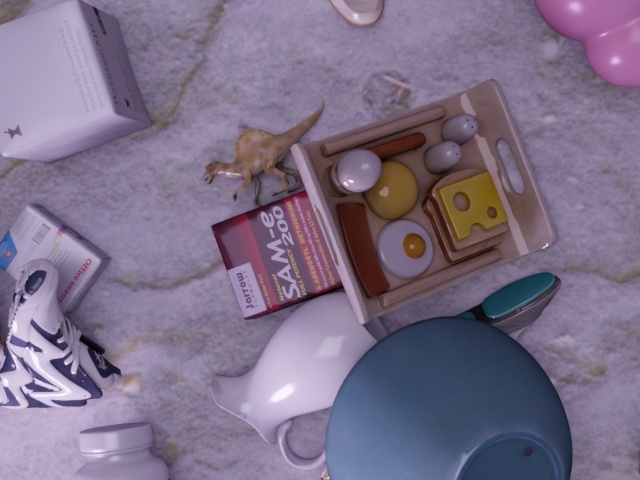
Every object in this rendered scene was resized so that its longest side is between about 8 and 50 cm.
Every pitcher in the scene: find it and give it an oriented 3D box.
[{"bbox_3d":[-0.003,0.174,1.870,0.207,0.125,0.178,-38,107,15],"label":"pitcher"}]

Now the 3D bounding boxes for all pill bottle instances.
[{"bbox_3d":[-0.242,0.339,1.889,0.121,0.121,0.216,-7,89,7],"label":"pill bottle"}]

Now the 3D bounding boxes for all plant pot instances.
[{"bbox_3d":[0.174,0.251,1.741,0.290,0.195,0.290,-4,103,-19],"label":"plant pot"}]

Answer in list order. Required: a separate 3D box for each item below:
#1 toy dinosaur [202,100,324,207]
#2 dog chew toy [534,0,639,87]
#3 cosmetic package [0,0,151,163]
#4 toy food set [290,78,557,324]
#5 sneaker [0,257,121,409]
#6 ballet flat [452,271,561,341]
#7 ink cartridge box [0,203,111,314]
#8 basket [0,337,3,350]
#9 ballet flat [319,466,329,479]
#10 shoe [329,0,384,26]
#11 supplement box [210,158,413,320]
[{"bbox_3d":[-0.062,-0.101,1.902,0.183,0.053,0.093,-28,85,6],"label":"toy dinosaur"},{"bbox_3d":[0.325,-0.328,1.787,0.206,0.206,0.332,-28,95,6],"label":"dog chew toy"},{"bbox_3d":[-0.318,-0.192,1.868,0.151,0.183,0.151,-19,88,7],"label":"cosmetic package"},{"bbox_3d":[0.127,-0.052,1.795,0.306,0.092,0.220,-20,87,-30],"label":"toy food set"},{"bbox_3d":[-0.312,0.126,1.883,0.153,0.094,0.235,12,122,-15],"label":"sneaker"},{"bbox_3d":[0.205,0.109,1.869,0.213,0.072,0.068,-26,114,7],"label":"ballet flat"},{"bbox_3d":[-0.342,0.024,1.937,0.122,0.052,0.088,36,95,7],"label":"ink cartridge box"},{"bbox_3d":[-0.553,0.125,1.841,0.299,0.213,0.223,-33,85,-20],"label":"basket"},{"bbox_3d":[0.021,0.321,1.875,0.091,0.077,0.241,23,106,-28],"label":"ballet flat"},{"bbox_3d":[0.022,-0.370,1.888,0.076,0.058,0.219,-19,87,7],"label":"shoe"},{"bbox_3d":[0.000,0.000,1.883,0.239,0.073,0.130,-21,87,7],"label":"supplement box"}]
